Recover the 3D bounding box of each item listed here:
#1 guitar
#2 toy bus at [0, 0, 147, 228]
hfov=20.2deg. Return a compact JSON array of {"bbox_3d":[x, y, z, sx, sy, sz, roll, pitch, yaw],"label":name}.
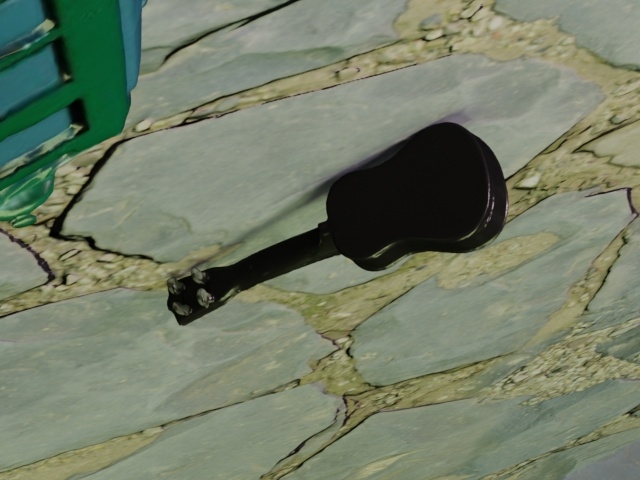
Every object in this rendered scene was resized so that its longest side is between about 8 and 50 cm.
[{"bbox_3d":[-0.002,0.000,1.223,0.271,0.084,0.038,-21,159,24],"label":"guitar"},{"bbox_3d":[-0.159,-0.123,0.542,0.199,0.184,0.343,-19,162,-9],"label":"toy bus"}]
